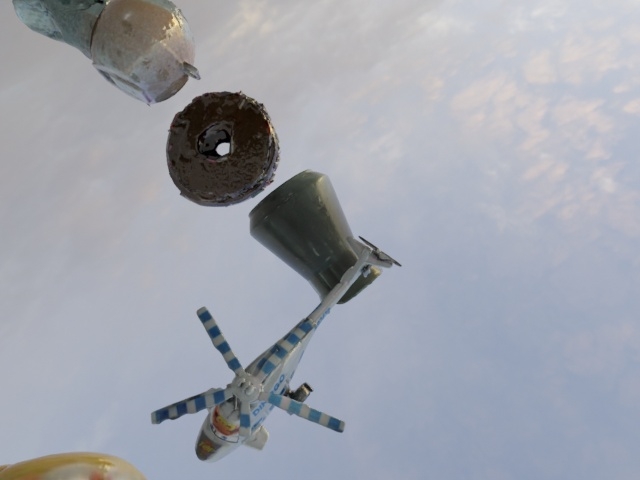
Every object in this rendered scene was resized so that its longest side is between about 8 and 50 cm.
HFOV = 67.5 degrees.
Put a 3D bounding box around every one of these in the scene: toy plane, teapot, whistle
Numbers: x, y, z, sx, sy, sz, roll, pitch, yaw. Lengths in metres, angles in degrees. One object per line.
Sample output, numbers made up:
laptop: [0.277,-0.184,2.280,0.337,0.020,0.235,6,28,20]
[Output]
toy plane: [-0.040,0.112,0.521,0.182,0.107,0.273,20,-117,8]
teapot: [0.000,0.000,0.863,0.171,0.225,0.203,-37,180,27]
whistle: [-0.353,-0.357,0.819,0.348,0.189,0.189,24,-116,4]

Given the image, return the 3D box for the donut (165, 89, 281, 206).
donut: [-0.213,-0.197,1.055,0.270,0.103,0.269,-1,-97,9]

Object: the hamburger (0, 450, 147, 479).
hamburger: [-0.373,0.433,0.671,0.186,0.261,0.302,49,-52,52]
